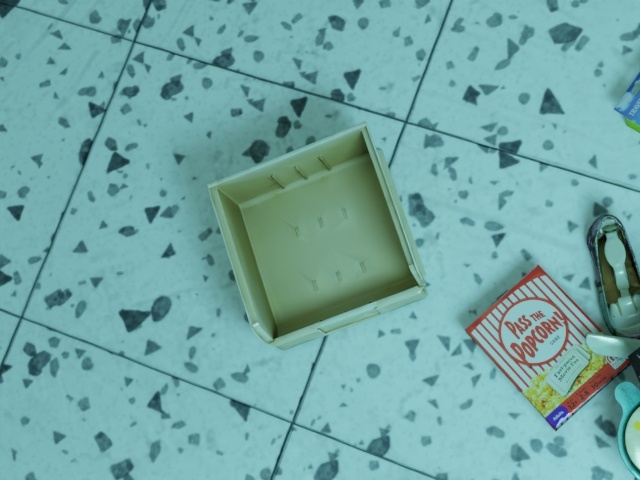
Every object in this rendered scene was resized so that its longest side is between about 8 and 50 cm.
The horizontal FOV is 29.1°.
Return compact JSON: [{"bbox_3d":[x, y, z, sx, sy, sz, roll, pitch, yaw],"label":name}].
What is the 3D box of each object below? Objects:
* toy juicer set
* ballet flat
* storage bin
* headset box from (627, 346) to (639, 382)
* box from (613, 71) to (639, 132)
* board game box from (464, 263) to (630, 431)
[{"bbox_3d":[0.503,0.260,1.673,0.209,0.089,0.329,-12,79,-1],"label":"toy juicer set"},{"bbox_3d":[0.431,0.065,1.763,0.076,0.079,0.222,-17,74,11],"label":"ballet flat"},{"bbox_3d":[0.000,0.000,1.869,0.262,0.123,0.260,-21,73,9],"label":"storage bin"},{"bbox_3d":[0.567,0.241,1.602,0.218,0.110,0.293,-11,67,-23],"label":"headset box"},{"bbox_3d":[0.535,-0.184,1.813,0.178,0.042,0.109,34,87,19],"label":"box"},{"bbox_3d":[0.327,0.155,1.787,0.147,0.045,0.193,-43,71,0],"label":"board game box"}]
